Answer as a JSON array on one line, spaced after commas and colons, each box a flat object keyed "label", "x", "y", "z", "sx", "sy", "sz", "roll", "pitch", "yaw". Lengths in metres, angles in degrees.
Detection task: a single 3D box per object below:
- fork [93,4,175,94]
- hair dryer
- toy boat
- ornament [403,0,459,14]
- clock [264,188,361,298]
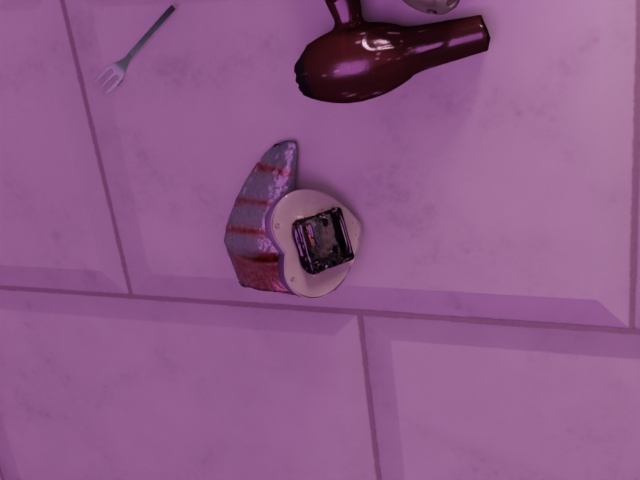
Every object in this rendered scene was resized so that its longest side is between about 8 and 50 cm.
[{"label": "fork", "x": -0.329, "y": -0.346, "z": 1.771, "sx": 0.039, "sy": 0.021, "sz": 0.235, "roll": 45, "pitch": 122, "yaw": -12}, {"label": "hair dryer", "x": 0.077, "y": -0.403, "z": 1.556, "sx": 0.313, "sy": 0.123, "sz": 0.340, "roll": -16, "pitch": 100, "yaw": 16}, {"label": "toy boat", "x": -0.091, "y": -0.049, "z": 1.812, "sx": 0.206, "sy": 0.096, "sz": 0.282, "roll": 10, "pitch": 112, "yaw": 26}, {"label": "ornament", "x": 0.135, "y": -0.385, "z": 1.478, "sx": 0.156, "sy": 0.081, "sz": 0.074, "roll": 17, "pitch": 93, "yaw": 9}, {"label": "clock", "x": 0.000, "y": 0.000, "z": 1.747, "sx": 0.064, "sy": 0.172, "sz": 0.198, "roll": 8, "pitch": 115, "yaw": 65}]
